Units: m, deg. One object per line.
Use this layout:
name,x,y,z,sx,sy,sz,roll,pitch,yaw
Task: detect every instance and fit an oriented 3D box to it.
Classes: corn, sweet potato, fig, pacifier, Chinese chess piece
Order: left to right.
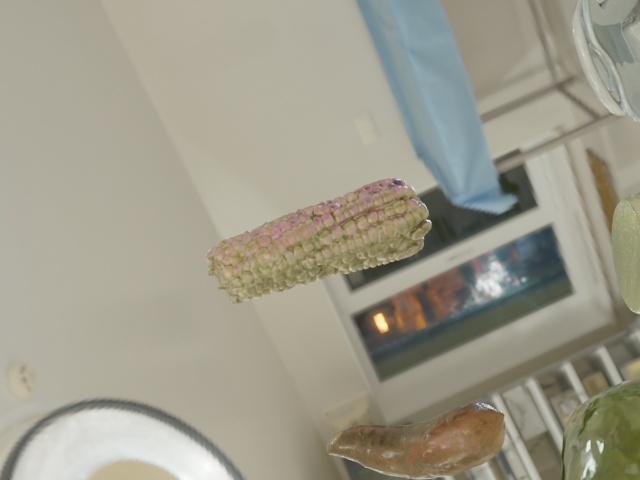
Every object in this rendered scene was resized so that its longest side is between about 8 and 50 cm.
corn,-0.001,-0.001,1.561,0.126,0.335,0.126,164,90,-77
sweet potato,0.139,0.300,1.537,0.097,0.292,0.097,32,-131,-47
pacifier,0.511,-0.311,1.647,0.279,0.207,0.227,56,-135,-22
fig,0.276,0.188,0.887,0.275,0.206,0.206,-101,-13,-75
Chinese chess piece,0.380,0.015,1.217,0.144,0.058,0.144,173,90,-89
